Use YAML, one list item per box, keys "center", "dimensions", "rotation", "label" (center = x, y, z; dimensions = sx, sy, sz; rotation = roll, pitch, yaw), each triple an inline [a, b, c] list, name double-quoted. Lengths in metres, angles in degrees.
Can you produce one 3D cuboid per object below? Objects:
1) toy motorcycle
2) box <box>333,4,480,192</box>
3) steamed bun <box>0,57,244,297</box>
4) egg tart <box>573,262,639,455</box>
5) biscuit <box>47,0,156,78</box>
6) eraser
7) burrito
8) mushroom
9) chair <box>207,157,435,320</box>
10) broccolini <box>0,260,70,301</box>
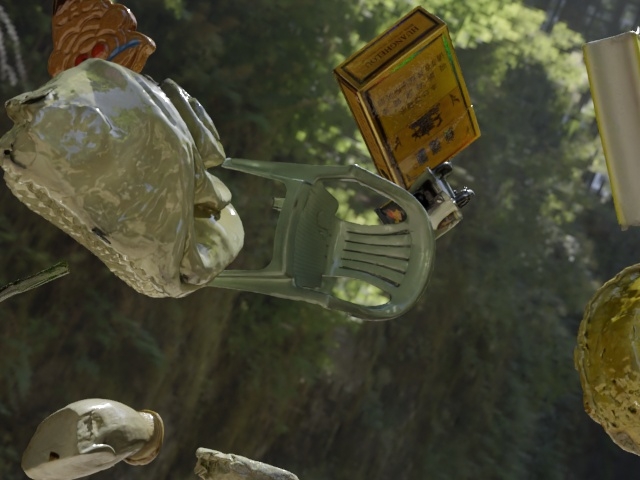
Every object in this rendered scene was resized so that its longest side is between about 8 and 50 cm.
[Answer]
- center: [0.176, -0.051, 1.903]
  dimensions: [0.091, 0.157, 0.263]
  rotation: [56, 4, 11]
  label: "toy motorcycle"
- center: [0.158, -0.238, 2.023]
  dimensions: [0.084, 0.193, 0.301]
  rotation: [47, -9, 38]
  label: "box"
- center: [-0.234, -0.093, 1.475]
  dimensions: [0.347, 0.237, 0.394]
  rotation: [29, -14, 26]
  label: "steamed bun"
- center: [0.541, 0.164, 1.690]
  dimensions: [0.345, 0.345, 0.132]
  rotation: [21, -21, 19]
  label: "egg tart"
- center: [-0.331, -0.279, 1.688]
  dimensions: [0.043, 0.183, 0.280]
  rotation: [17, 47, -65]
  label: "biscuit"
- center: [0.369, -0.128, 1.360]
  dimensions: [0.069, 0.226, 0.158]
  rotation: [-12, -2, 21]
  label: "eraser"
- center: [-0.113, 0.376, 1.825]
  dimensions: [0.188, 0.058, 0.045]
  rotation: [16, -10, 8]
  label: "burrito"
- center: [-0.303, 0.270, 1.586]
  dimensions: [0.096, 0.108, 0.247]
  rotation: [3, -1, 25]
  label: "mushroom"
- center: [0.000, 0.000, 1.651]
  dimensions: [0.275, 0.203, 0.190]
  rotation: [8, -10, 34]
  label: "chair"
- center: [-0.441, 0.080, 1.527]
  dimensions: [0.051, 0.239, 0.054]
  rotation: [63, 4, -9]
  label: "broccolini"
